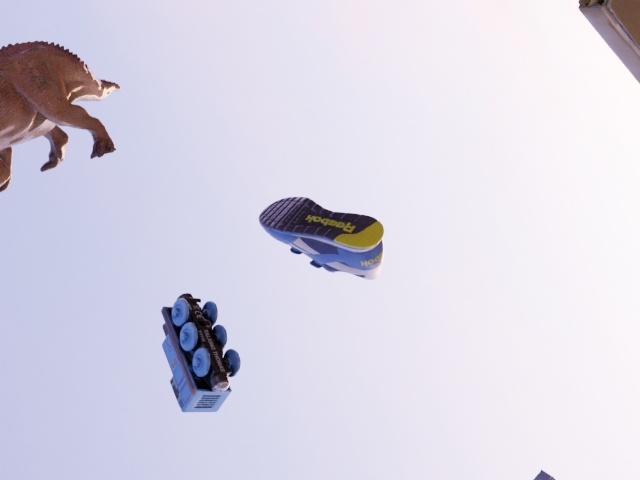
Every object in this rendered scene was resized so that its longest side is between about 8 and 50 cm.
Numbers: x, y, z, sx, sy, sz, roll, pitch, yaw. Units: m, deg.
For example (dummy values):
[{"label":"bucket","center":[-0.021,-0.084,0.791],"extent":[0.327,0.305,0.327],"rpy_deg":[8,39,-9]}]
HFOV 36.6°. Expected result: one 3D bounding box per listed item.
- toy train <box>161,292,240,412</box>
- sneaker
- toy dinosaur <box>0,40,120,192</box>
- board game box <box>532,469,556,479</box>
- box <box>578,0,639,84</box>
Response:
[{"label":"toy train","center":[-0.188,0.166,1.447],"extent":[0.080,0.105,0.184],"rpy_deg":[8,-141,-40]},{"label":"sneaker","center":[0.000,0.000,0.923],"extent":[0.053,0.144,0.059],"rpy_deg":[-46,-42,-29]},{"label":"toy dinosaur","center":[-0.339,-0.153,1.014],"extent":[0.295,0.127,0.200],"rpy_deg":[-30,-71,-28]},{"label":"board game box","center":[0.164,0.301,0.803],"extent":[0.126,0.186,0.026],"rpy_deg":[46,173,-12]},{"label":"box","center":[0.240,-0.143,0.563],"extent":[0.201,0.021,0.164],"rpy_deg":[36,-101,-37]}]
